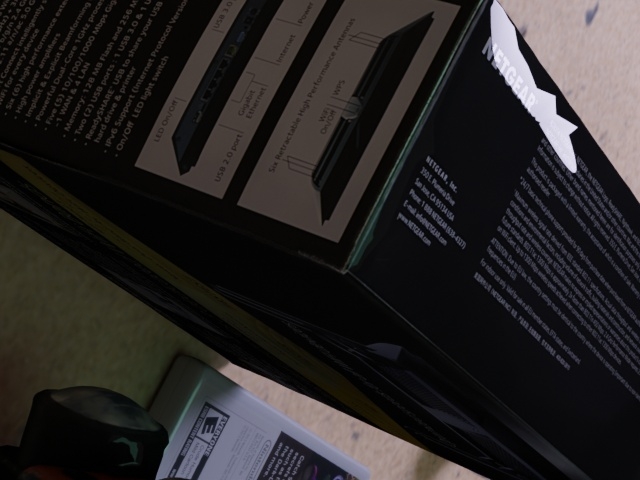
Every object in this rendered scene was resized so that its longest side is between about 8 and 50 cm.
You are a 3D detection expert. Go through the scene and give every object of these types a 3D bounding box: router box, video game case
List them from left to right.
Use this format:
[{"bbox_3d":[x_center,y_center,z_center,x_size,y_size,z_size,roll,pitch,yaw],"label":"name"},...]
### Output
[{"bbox_3d":[-0.060,0.168,0.730,0.173,0.022,0.190,41,73,-53],"label":"video game case"},{"bbox_3d":[0.000,0.000,0.536,0.081,0.243,0.309,-62,145,-10],"label":"router box"}]

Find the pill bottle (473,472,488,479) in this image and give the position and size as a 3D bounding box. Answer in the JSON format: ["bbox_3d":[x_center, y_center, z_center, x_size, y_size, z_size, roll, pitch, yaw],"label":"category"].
[{"bbox_3d":[0.112,0.099,0.904,0.083,0.043,0.043,-53,141,-22],"label":"pill bottle"}]

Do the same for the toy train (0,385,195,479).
[{"bbox_3d":[-0.102,0.224,0.539,0.142,0.190,0.334,18,92,-42],"label":"toy train"}]
